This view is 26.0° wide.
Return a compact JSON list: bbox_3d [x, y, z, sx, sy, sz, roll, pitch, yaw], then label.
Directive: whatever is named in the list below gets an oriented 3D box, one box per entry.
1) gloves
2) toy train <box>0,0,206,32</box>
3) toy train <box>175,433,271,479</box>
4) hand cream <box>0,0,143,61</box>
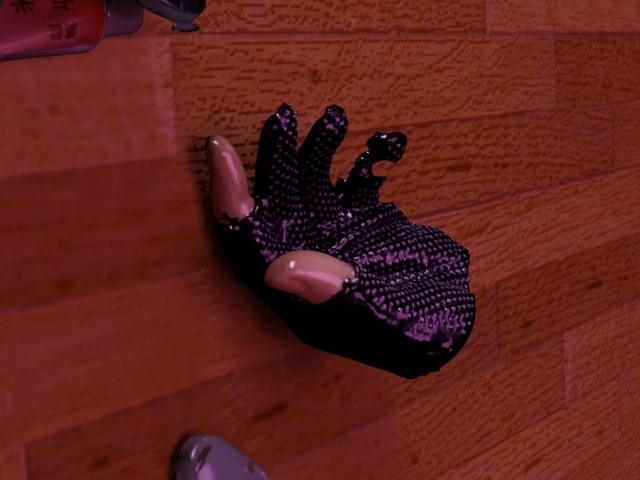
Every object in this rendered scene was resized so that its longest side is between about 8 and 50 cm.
[{"bbox_3d":[-0.001,-0.001,0.783,0.181,0.106,0.129,35,57,-20],"label":"gloves"},{"bbox_3d":[-0.116,-0.172,0.569,0.157,0.105,0.253,53,31,12],"label":"toy train"},{"bbox_3d":[-0.013,0.194,0.791,0.234,0.051,0.052,64,38,-36],"label":"toy train"},{"bbox_3d":[-0.157,-0.099,0.581,0.216,0.038,0.052,-12,74,-52],"label":"hand cream"}]
